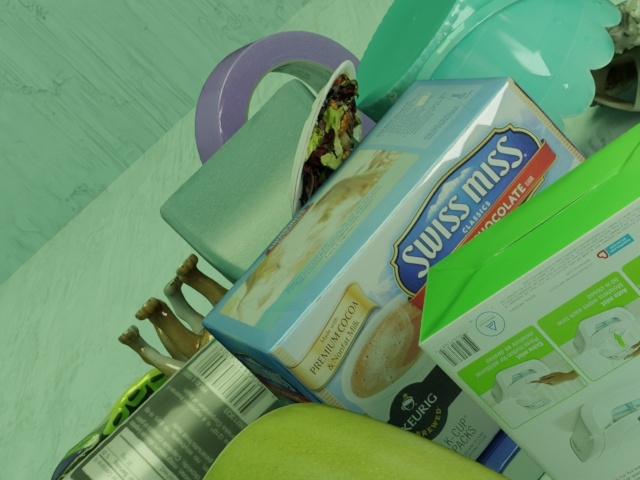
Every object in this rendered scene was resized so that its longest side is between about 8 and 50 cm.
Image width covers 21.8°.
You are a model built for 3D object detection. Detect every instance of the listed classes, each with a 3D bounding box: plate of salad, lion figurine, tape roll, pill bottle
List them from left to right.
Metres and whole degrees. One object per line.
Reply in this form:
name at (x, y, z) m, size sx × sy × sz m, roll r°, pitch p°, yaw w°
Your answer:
pill bottle at (-0.152, 0.277, 1.779) m, size 0.361 × 0.204 × 0.204 m, roll -43°, pitch 17°, yaw -10°
lion figurine at (-0.123, 0.151, 2.106) m, size 0.142 × 0.240 × 0.392 m, roll -48°, pitch 2°, yaw -9°
tape roll at (-0.043, -0.165, 2.443) m, size 0.275 × 0.275 × 0.090 m, roll -53°, pitch 18°, yaw -22°
plate of salad at (0.013, -0.089, 1.738) m, size 0.200 × 0.048 × 0.199 m, roll 17°, pitch -90°, yaw -78°

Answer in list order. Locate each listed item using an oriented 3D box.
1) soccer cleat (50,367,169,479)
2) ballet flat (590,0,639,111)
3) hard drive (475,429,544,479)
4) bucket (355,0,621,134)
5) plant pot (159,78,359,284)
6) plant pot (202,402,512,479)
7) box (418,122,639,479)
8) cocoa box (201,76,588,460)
soccer cleat at (-0.265, 0.260, 2.305) m, size 0.289 × 0.093 × 0.121 m, roll -45°, pitch 11°, yaw -1°
ballet flat at (0.384, -0.211, 1.861) m, size 0.147 × 0.147 × 0.409 m, roll -49°, pitch 12°, yaw -12°
hard drive at (0.177, 0.137, 1.662) m, size 0.210 × 0.040 × 0.319 m, roll -49°, pitch 18°, yaw -11°
bucket at (0.175, -0.199, 1.834) m, size 0.281 × 0.183 × 0.281 m, roll -52°, pitch 17°, yaw 24°
plant pot at (0.000, 0.000, 2.063) m, size 0.247 × 0.248 × 0.252 m, roll -45°, pitch 36°, yaw 2°
plant pot at (0.085, 0.272, 1.270) m, size 0.294 × 0.274 × 0.274 m, roll 1°, pitch 46°, yaw 45°
box at (0.253, 0.063, 1.340) m, size 0.262 × 0.231 × 0.126 m, roll -37°, pitch 20°, yaw 26°
cocoa box at (0.099, 0.038, 1.608) m, size 0.347 × 0.228 × 0.231 m, roll -49°, pitch 18°, yaw -10°
